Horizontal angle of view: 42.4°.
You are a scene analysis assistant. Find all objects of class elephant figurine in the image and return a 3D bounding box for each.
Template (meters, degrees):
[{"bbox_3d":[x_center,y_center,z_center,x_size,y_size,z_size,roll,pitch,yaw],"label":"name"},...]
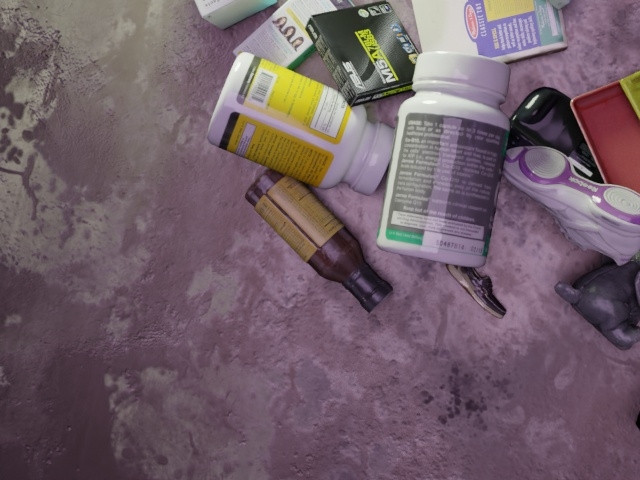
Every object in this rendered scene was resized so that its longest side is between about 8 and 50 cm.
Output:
[{"bbox_3d":[0.583,0.069,1.517,0.239,0.186,0.169,-48,66,8],"label":"elephant figurine"}]

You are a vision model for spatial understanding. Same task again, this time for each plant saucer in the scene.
[{"bbox_3d":[0.618,-0.181,1.511,0.258,0.048,0.259,-21,82,-1],"label":"plant saucer"}]

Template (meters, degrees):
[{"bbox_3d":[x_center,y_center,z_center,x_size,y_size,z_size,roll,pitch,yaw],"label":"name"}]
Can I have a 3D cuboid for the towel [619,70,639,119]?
[{"bbox_3d":[0.636,-0.204,1.479,0.102,0.021,0.237,-25,82,-2],"label":"towel"}]

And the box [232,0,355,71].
[{"bbox_3d":[-0.050,-0.416,1.648,0.244,0.060,0.101,-39,87,11],"label":"box"}]

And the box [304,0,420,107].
[{"bbox_3d":[0.092,-0.357,1.563,0.184,0.045,0.191,-18,72,-30],"label":"box"}]

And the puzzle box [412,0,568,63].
[{"bbox_3d":[0.296,-0.531,1.578,0.271,0.052,0.409,-11,92,11],"label":"puzzle box"}]

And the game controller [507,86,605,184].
[{"bbox_3d":[0.498,-0.150,1.569,0.319,0.067,0.166,38,85,6],"label":"game controller"}]

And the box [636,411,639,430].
[{"bbox_3d":[0.707,0.353,1.509,0.207,0.153,0.108,22,97,8],"label":"box"}]

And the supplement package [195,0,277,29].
[{"bbox_3d":[-0.204,-0.565,1.630,0.139,0.134,0.244,-23,89,11],"label":"supplement package"}]

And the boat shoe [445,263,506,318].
[{"bbox_3d":[0.312,0.088,1.616,0.152,0.056,0.049,45,106,5],"label":"boat shoe"}]

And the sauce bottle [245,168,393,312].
[{"bbox_3d":[0.000,0.000,1.643,0.111,0.111,0.344,-44,85,11],"label":"sauce bottle"}]

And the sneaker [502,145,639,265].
[{"bbox_3d":[0.439,-0.060,1.482,0.114,0.152,0.305,-34,53,-27],"label":"sneaker"}]

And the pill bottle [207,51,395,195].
[{"bbox_3d":[-0.032,-0.211,1.576,0.333,0.188,0.188,22,98,-7],"label":"pill bottle"}]

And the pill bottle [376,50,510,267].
[{"bbox_3d":[0.228,-0.143,1.491,0.204,0.204,0.361,10,92,10],"label":"pill bottle"}]

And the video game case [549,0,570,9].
[{"bbox_3d":[0.422,-0.604,1.496,0.244,0.061,0.270,35,87,-4],"label":"video game case"}]
